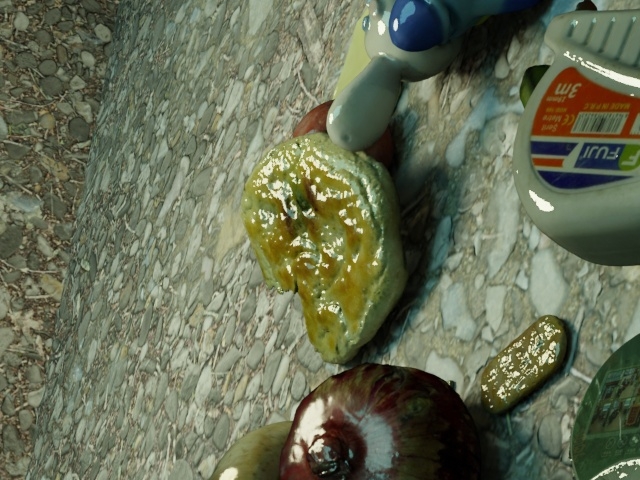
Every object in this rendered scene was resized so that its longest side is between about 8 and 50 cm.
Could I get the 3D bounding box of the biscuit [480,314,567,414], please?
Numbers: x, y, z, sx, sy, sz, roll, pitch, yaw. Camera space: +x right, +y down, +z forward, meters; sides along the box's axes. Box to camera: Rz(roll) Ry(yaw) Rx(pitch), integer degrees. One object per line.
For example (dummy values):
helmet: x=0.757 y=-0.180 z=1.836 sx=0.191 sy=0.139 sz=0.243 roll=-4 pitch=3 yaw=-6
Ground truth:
biscuit: x=0.216 y=0.133 z=1.328 sx=0.147 sy=0.018 sz=0.071 roll=-48 pitch=31 yaw=41

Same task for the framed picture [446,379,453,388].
framed picture: x=0.129 y=0.206 z=1.478 sx=0.089 sy=0.007 sz=0.066 roll=-33 pitch=44 yaw=55

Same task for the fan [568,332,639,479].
fan: x=0.270 y=0.178 z=1.101 sx=0.294 sy=0.012 sz=0.223 roll=-54 pitch=17 yaw=2

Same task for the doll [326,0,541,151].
doll: x=0.151 y=-0.331 z=1.612 sx=0.365 sy=0.187 sz=0.376 roll=-46 pitch=34 yaw=43

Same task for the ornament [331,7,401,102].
ornament: x=0.063 y=-0.253 z=1.917 sx=0.180 sy=0.059 sz=0.201 roll=-41 pitch=34 yaw=50

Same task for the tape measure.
tape measure: x=0.301 y=-0.105 z=1.154 sx=0.258 sy=0.130 sz=0.265 roll=11 pitch=74 yaw=56

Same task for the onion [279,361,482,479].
onion: x=0.060 y=0.248 z=1.369 sx=0.246 sy=0.190 sz=0.246 roll=-21 pitch=57 yaw=36

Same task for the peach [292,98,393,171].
peach: x=0.041 y=-0.133 z=1.792 sx=0.152 sy=0.152 sz=0.152 roll=-46 pitch=33 yaw=44

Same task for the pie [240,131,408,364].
pie: x=0.000 y=0.000 z=1.693 sx=0.338 sy=0.075 sz=0.337 roll=19 pitch=115 yaw=50

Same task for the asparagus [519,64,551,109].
asparagus: x=0.269 y=-0.090 z=1.336 sx=0.067 sy=0.060 sz=0.277 roll=-49 pitch=33 yaw=35

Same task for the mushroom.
mushroom: x=-0.047 y=0.335 z=1.539 sx=0.195 sy=0.189 sz=0.253 roll=-47 pitch=36 yaw=48
